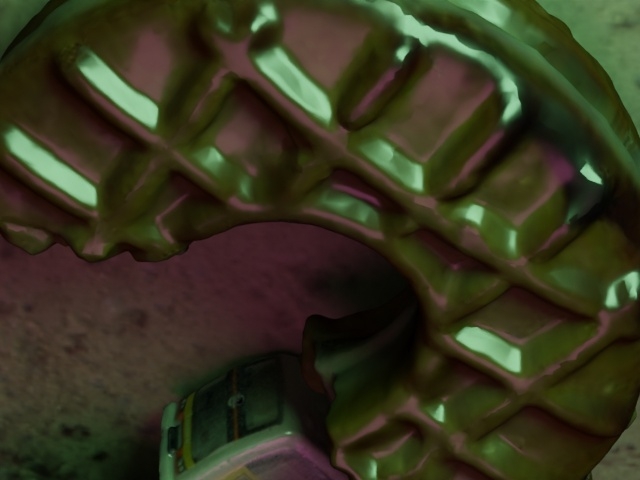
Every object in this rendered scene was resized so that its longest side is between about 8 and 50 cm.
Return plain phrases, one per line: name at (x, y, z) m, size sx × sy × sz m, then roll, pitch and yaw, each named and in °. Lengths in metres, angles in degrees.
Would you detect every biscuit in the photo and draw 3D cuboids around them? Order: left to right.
biscuit at (0.019, -0.005, 0.869) m, size 0.366 × 0.115 × 0.268 m, roll 37°, pitch 121°, yaw -21°

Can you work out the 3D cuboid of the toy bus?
toy bus at (0.025, 0.174, 1.063) m, size 0.106 × 0.092 × 0.268 m, roll -35°, pitch 120°, yaw 21°
